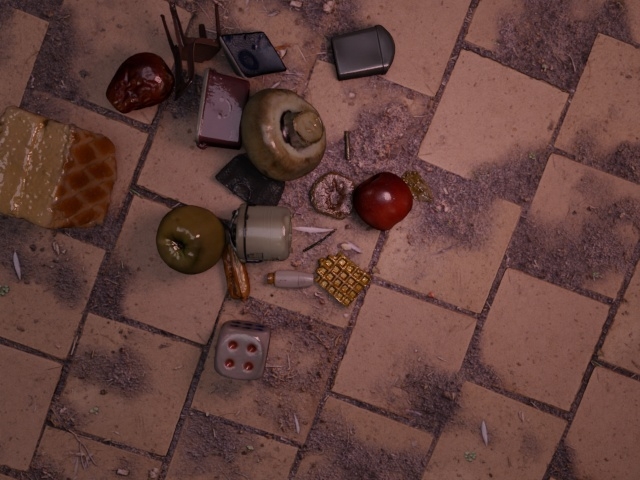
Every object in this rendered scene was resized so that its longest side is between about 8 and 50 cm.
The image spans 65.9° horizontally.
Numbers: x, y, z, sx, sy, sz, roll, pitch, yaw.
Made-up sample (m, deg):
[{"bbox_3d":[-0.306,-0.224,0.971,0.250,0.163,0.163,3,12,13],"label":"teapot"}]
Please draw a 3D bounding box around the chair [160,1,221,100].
[{"bbox_3d":[-0.457,-0.676,1.799,0.183,0.176,0.326,-9,90,-36],"label":"chair"}]

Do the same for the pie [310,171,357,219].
[{"bbox_3d":[0.057,-0.181,1.950,0.195,0.046,0.194,0,92,-2],"label":"pie"}]

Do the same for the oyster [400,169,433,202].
[{"bbox_3d":[0.375,-0.212,1.967,0.122,0.045,0.145,-10,93,13],"label":"oyster"}]

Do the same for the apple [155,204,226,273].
[{"bbox_3d":[-0.480,-0.002,1.846,0.263,0.262,0.262,0,93,-2],"label":"apple"}]

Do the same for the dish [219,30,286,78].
[{"bbox_3d":[-0.263,-0.679,1.853,0.080,0.243,0.181,-30,92,42],"label":"dish"}]

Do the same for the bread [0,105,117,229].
[{"bbox_3d":[-0.941,-0.238,1.751,0.280,0.390,0.370,16,91,2],"label":"bread"}]

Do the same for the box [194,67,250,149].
[{"bbox_3d":[-0.364,-0.479,1.856,0.168,0.193,0.293,9,92,-11],"label":"box"}]

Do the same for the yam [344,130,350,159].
[{"bbox_3d":[0.108,-0.375,1.954,0.021,0.021,0.115,-4,92,-2],"label":"yam"}]

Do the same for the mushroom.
[{"bbox_3d":[-0.128,-0.384,1.799,0.352,0.261,0.351,5,83,-43],"label":"mushroom"}]

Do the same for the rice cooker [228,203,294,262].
[{"bbox_3d":[-0.222,-0.026,1.862,0.245,0.226,0.225,1,93,-5],"label":"rice cooker"}]

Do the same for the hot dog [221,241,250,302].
[{"bbox_3d":[-0.327,0.125,1.941,0.102,0.076,0.248,-13,90,38],"label":"hot dog"}]

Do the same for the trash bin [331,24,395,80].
[{"bbox_3d":[0.169,-0.719,1.901,0.237,0.101,0.176,-11,95,2],"label":"trash bin"}]

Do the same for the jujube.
[{"bbox_3d":[-0.675,-0.580,1.843,0.255,0.190,0.190,-36,94,2],"label":"jujube"}]

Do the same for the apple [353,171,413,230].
[{"bbox_3d":[0.235,-0.150,1.873,0.218,0.218,0.201,-39,98,1],"label":"apple"}]

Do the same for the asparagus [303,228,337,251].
[{"bbox_3d":[0.000,0.000,1.973,0.163,0.016,0.016,-34,75,1],"label":"asparagus"}]

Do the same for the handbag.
[{"bbox_3d":[-0.260,-0.224,1.924,0.270,0.088,0.175,37,102,-7],"label":"handbag"}]

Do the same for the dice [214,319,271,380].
[{"bbox_3d":[-0.297,0.418,1.898,0.194,0.194,0.191,9,94,-1],"label":"dice"}]

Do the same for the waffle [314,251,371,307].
[{"bbox_3d":[0.077,0.140,1.964,0.211,0.055,0.160,41,92,-2],"label":"waffle"}]

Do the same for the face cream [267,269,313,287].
[{"bbox_3d":[-0.119,0.154,1.959,0.182,0.051,0.072,3,97,-1],"label":"face cream"}]
